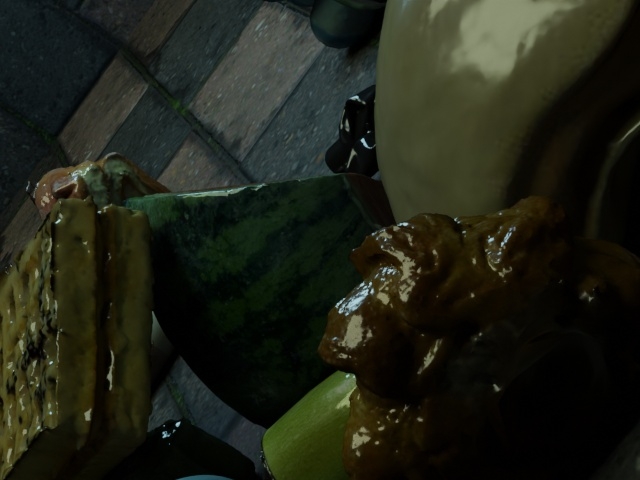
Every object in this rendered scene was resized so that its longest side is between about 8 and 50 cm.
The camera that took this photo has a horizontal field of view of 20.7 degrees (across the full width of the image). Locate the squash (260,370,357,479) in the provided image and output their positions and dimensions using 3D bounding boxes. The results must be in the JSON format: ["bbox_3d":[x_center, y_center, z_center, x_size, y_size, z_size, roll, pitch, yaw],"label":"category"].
[{"bbox_3d":[0.045,0.156,1.488,0.186,0.123,0.123,-44,21,31],"label":"squash"}]

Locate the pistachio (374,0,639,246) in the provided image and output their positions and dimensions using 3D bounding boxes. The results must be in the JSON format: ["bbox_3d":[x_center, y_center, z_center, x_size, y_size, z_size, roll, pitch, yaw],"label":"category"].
[{"bbox_3d":[0.198,-0.168,1.466,0.365,0.281,0.445,11,83,70],"label":"pistachio"}]

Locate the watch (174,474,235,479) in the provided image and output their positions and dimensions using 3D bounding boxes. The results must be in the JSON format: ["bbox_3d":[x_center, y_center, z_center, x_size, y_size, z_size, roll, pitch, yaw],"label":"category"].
[{"bbox_3d":[-0.084,0.298,1.438,0.211,0.193,0.211,-47,18,20],"label":"watch"}]

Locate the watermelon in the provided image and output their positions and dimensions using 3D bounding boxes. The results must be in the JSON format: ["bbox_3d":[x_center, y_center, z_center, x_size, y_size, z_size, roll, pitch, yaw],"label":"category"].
[{"bbox_3d":[-0.042,-0.012,1.794,0.283,0.250,0.293,-34,30,35],"label":"watermelon"}]

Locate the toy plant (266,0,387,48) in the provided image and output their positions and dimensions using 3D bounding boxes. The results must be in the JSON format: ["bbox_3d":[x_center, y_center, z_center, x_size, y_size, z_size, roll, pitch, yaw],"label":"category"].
[{"bbox_3d":[0.024,-0.386,2.312,0.247,0.247,0.332,-61,17,-18],"label":"toy plant"}]

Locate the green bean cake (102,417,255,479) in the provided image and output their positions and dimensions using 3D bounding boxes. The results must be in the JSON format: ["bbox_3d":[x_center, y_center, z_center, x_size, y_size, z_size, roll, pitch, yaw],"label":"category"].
[{"bbox_3d":[-0.185,0.312,1.786,0.227,0.125,0.222,-43,21,45],"label":"green bean cake"}]

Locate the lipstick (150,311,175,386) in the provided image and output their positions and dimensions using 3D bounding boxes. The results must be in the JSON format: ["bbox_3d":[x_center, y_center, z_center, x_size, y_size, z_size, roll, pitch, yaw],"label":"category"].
[{"bbox_3d":[-0.240,0.161,2.243,0.254,0.070,0.070,-59,19,-10],"label":"lipstick"}]

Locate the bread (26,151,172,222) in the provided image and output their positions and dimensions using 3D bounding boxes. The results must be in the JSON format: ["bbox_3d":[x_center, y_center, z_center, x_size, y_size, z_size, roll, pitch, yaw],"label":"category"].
[{"bbox_3d":[-0.287,-0.022,2.438,0.123,0.244,0.190,-19,45,43],"label":"bread"}]

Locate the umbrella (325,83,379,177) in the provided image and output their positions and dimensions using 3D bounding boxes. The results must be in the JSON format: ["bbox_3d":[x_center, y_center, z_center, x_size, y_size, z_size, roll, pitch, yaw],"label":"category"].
[{"bbox_3d":[0.094,-0.152,1.916,0.272,0.110,0.122,-40,55,39],"label":"umbrella"}]

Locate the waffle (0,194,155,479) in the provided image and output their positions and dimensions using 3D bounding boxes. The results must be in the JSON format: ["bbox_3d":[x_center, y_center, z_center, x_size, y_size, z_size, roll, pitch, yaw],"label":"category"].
[{"bbox_3d":[-0.276,0.141,1.812,0.376,0.114,0.261,137,138,-57],"label":"waffle"}]

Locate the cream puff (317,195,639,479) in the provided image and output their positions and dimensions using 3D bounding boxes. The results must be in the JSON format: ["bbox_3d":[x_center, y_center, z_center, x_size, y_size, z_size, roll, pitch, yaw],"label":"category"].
[{"bbox_3d":[0.124,0.083,1.291,0.269,0.241,0.155,-27,23,-10],"label":"cream puff"}]
